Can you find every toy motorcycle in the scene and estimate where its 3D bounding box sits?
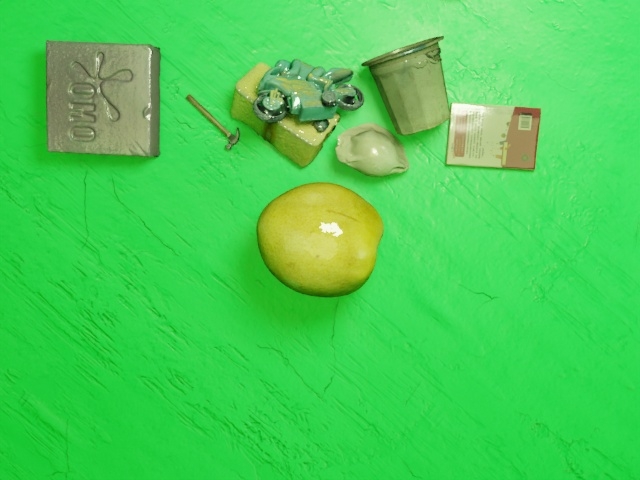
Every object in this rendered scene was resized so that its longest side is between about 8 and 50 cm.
[{"bbox_3d":[-0.040,-0.373,1.714,0.296,0.109,0.198,-8,60,-21],"label":"toy motorcycle"}]

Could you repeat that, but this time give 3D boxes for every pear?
[{"bbox_3d":[0.000,0.000,1.709,0.314,0.314,0.314,1,98,4],"label":"pear"}]

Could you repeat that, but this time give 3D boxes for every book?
[{"bbox_3d":[0.446,-0.269,1.776,0.232,0.022,0.162,4,96,4],"label":"book"}]

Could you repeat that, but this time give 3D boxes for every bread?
[{"bbox_3d":[-0.102,-0.321,1.772,0.266,0.142,0.178,34,114,1],"label":"bread"}]

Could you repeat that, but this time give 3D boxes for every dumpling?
[{"bbox_3d":[0.138,-0.238,1.770,0.111,0.181,0.155,-24,62,41],"label":"dumpling"}]

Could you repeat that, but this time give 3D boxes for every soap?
[{"bbox_3d":[-0.565,-0.368,1.800,0.285,0.107,0.296,1,99,2],"label":"soap"}]

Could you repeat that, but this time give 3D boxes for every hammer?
[{"bbox_3d":[-0.287,-0.325,1.827,0.182,0.017,0.062,44,98,-2],"label":"hammer"}]

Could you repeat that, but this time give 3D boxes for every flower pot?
[{"bbox_3d":[0.232,-0.382,1.703,0.212,0.212,0.203,-20,109,7],"label":"flower pot"}]
